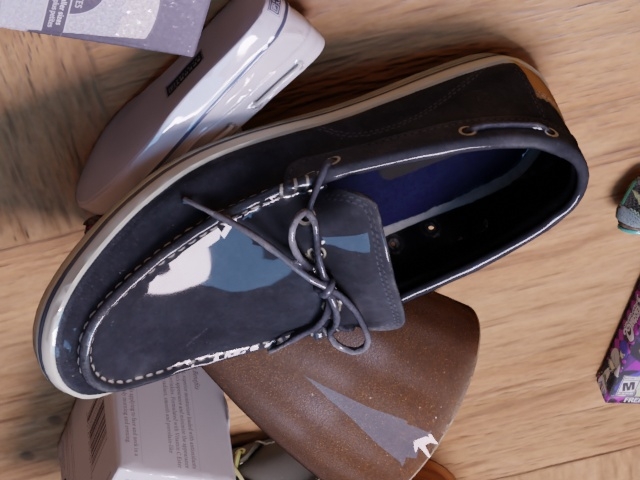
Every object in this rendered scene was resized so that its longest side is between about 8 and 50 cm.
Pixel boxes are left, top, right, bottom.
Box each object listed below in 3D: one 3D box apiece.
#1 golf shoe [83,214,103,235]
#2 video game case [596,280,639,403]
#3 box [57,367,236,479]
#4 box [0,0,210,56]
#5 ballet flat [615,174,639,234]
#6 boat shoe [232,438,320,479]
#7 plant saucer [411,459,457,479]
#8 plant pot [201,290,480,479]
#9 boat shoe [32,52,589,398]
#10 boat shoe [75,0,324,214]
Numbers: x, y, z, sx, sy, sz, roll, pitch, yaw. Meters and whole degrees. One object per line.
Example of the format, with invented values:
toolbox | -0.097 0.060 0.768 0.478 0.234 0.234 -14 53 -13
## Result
golf shoe | -0.158 0.024 1.696 0.086 0.067 0.186 -34 155 -21
video game case | 0.419 0.085 1.889 0.232 0.041 0.210 3 132 -14
box | -0.169 0.215 1.794 0.119 0.181 0.182 10 130 -19
box | -0.145 -0.278 1.365 0.163 0.142 0.247 7 130 -18
ballet flat | 0.369 -0.027 1.766 0.188 0.070 0.070 7 131 -23
boat shoe | -0.093 0.267 1.910 0.305 0.109 0.091 -29 136 21
plant saucer | 0.060 0.308 2.029 0.200 0.037 0.200 -6 133 -7
plant pot | -0.008 0.097 1.722 0.230 0.215 0.215 32 121 -17
boat shoe | 0.000 0.000 1.552 0.500 0.156 0.186 -24 132 -14
boat shoe | -0.101 -0.099 1.574 0.084 0.095 0.258 33 120 -30
